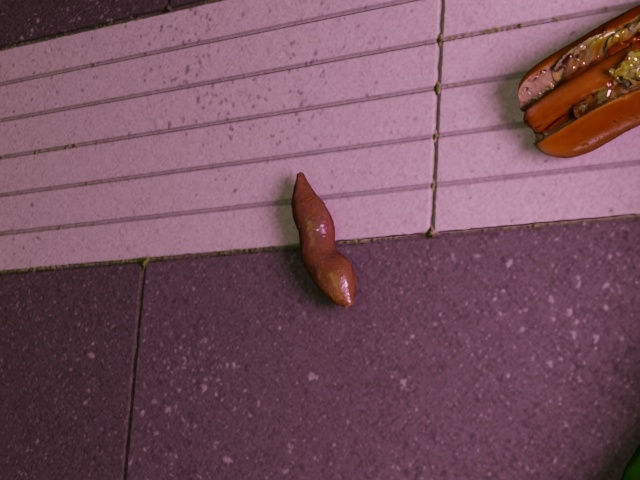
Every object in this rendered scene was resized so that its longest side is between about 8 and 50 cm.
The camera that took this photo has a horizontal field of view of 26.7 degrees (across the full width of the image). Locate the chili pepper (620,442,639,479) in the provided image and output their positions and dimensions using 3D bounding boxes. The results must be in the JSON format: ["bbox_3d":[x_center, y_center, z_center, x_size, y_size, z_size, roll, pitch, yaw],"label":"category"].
[{"bbox_3d":[0.398,0.234,1.357,0.213,0.167,0.385,10,91,59],"label":"chili pepper"}]

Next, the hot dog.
[{"bbox_3d":[0.379,-0.212,1.558,0.337,0.100,0.135,-27,63,28],"label":"hot dog"}]

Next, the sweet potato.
[{"bbox_3d":[-0.002,0.002,1.810,0.065,0.051,0.218,-38,58,26],"label":"sweet potato"}]
